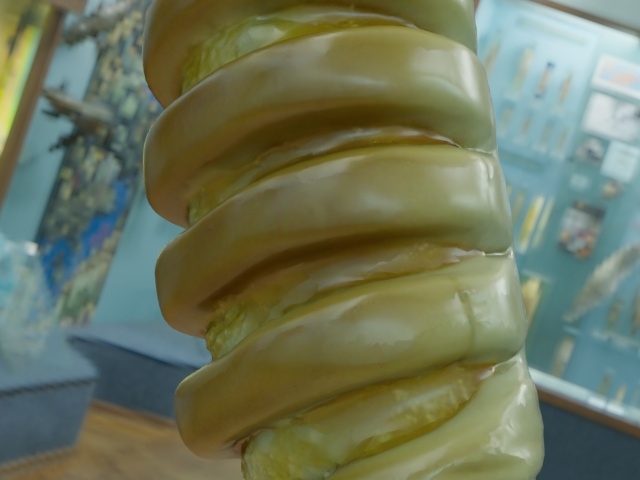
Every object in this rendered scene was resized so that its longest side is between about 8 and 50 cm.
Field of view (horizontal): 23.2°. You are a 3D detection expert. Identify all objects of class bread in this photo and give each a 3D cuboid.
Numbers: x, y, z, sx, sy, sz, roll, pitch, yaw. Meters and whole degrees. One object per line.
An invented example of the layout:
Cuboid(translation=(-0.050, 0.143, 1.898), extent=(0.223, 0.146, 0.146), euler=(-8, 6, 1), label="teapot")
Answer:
Cuboid(translation=(0.000, 0.000, 0.633), extent=(0.121, 0.311, 0.173), euler=(2, -20, -31), label="bread")
